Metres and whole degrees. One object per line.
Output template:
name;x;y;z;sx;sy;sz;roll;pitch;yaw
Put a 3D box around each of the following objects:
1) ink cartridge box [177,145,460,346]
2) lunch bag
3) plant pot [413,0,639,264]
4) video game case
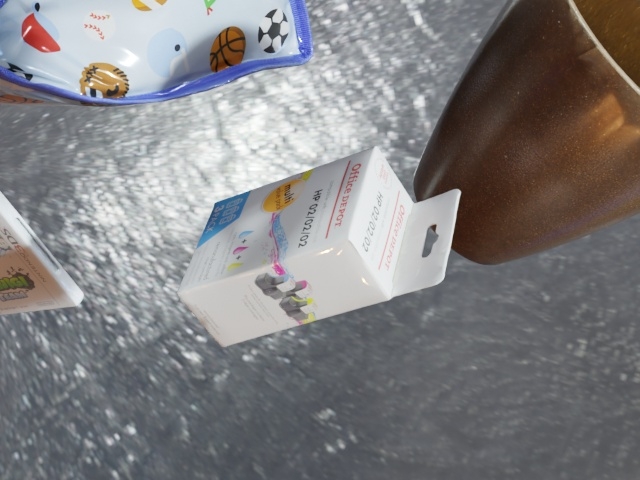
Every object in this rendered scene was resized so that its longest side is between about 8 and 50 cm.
ink cartridge box;0.000;0.000;0.936;0.181;0.104;0.061;-18;124;28
lunch bag;-0.259;-0.240;1.320;0.385;0.328;0.239;-26;112;-39
plant pot;0.183;-0.088;1.044;0.215;0.230;0.215;26;41;-26
video game case;-0.313;0.014;1.211;0.143;0.157;0.019;57;40;-34
